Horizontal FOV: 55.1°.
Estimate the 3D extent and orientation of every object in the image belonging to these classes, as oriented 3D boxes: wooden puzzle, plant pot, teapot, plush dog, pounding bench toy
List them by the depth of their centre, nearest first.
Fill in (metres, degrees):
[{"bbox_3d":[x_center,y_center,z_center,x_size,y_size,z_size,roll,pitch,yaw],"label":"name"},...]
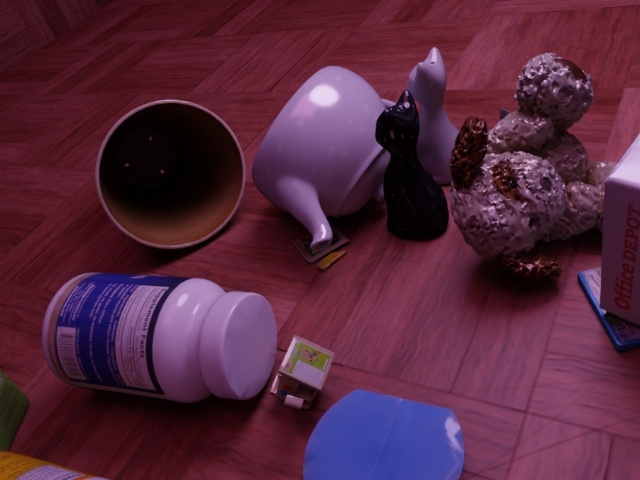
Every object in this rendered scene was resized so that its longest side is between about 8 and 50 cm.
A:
[{"bbox_3d":[-0.028,0.166,0.704,0.052,0.065,0.083,24,48,1],"label":"pounding bench toy"},{"bbox_3d":[0.252,-0.069,0.781,0.225,0.262,0.210,-33,5,-32],"label":"plush dog"},{"bbox_3d":[0.000,0.000,0.941,0.078,0.014,0.116,-32,39,-16],"label":"wooden puzzle"},{"bbox_3d":[0.032,-0.129,0.948,0.187,0.252,0.256,36,97,5],"label":"teapot"},{"bbox_3d":[-0.282,-0.130,1.080,0.237,0.237,0.254,-31,25,-15],"label":"plant pot"}]

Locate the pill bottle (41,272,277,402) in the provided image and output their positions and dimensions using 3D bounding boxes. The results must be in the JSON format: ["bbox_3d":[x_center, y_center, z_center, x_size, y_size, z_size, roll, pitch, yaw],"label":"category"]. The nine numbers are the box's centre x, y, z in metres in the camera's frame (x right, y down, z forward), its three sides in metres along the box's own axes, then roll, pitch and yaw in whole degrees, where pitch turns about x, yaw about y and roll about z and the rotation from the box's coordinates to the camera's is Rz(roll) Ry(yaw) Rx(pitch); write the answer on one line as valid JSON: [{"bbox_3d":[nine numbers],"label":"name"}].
[{"bbox_3d":[-0.198,0.121,0.769,0.265,0.153,0.153,2,43,24],"label":"pill bottle"}]

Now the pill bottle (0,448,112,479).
[{"bbox_3d":[-0.266,0.294,0.599,0.246,0.136,0.136,3,43,26],"label":"pill bottle"}]

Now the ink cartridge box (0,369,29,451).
[{"bbox_3d":[-0.536,0.273,0.776,0.255,0.097,0.189,-12,38,9],"label":"ink cartridge box"}]

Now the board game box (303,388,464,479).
[{"bbox_3d":[0.065,0.226,0.625,0.169,0.033,0.133,3,48,34],"label":"board game box"}]

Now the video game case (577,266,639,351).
[{"bbox_3d":[0.396,0.060,0.694,0.166,0.015,0.119,-14,39,8],"label":"video game case"}]

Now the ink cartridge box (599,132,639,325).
[{"bbox_3d":[0.416,0.025,0.551,0.289,0.211,0.121,27,63,39],"label":"ink cartridge box"}]

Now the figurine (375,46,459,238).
[{"bbox_3d":[0.149,-0.148,0.897,0.092,0.209,0.215,5,44,28],"label":"figurine"}]
